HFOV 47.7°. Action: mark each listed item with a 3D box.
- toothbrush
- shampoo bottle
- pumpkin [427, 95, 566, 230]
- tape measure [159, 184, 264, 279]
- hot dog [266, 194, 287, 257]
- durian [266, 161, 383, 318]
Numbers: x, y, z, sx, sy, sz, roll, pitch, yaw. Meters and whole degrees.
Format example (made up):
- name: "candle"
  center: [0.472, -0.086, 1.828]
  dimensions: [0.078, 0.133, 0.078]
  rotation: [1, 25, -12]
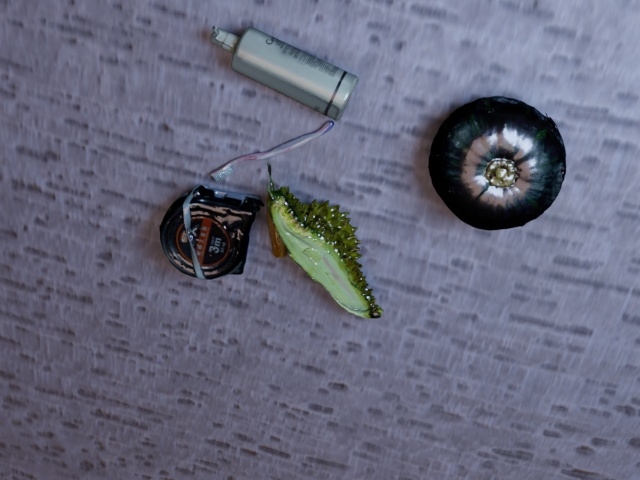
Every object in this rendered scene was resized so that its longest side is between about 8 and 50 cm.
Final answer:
- name: "toothbrush"
  center: [-0.093, -0.169, 1.369]
  dimensions: [0.269, 0.021, 0.027]
  rotation: [-20, 123, 20]
- name: "shampoo bottle"
  center: [-0.068, -0.302, 1.263]
  dimensions: [0.262, 0.085, 0.085]
  rotation: [25, 118, -2]
- name: "pumpkin"
  center: [0.298, -0.131, 1.234]
  dimensions: [0.233, 0.163, 0.233]
  rotation: [3, 115, 7]
- name: "tape measure"
  center: [-0.220, -0.017, 1.420]
  dimensions: [0.180, 0.107, 0.182]
  rotation: [18, 117, -2]
- name: "hot dog"
  center: [-0.082, -0.028, 1.431]
  dimensions: [0.044, 0.028, 0.137]
  rotation: [11, 118, 35]
- name: "durian"
  center: [0.001, 0.001, 1.384]
  dimensions: [0.132, 0.107, 0.375]
  rotation: [-32, 107, 25]
